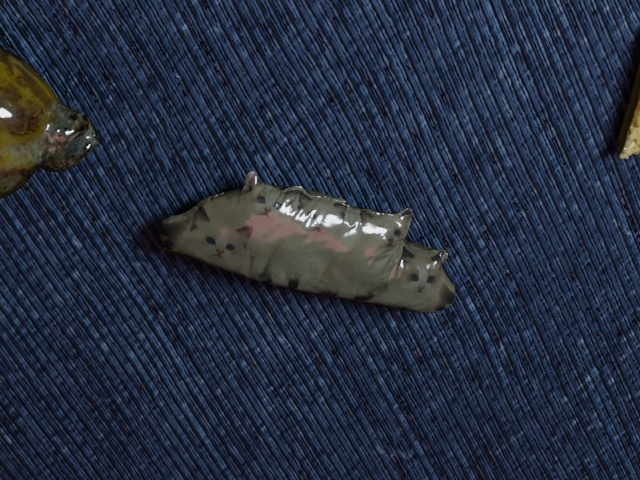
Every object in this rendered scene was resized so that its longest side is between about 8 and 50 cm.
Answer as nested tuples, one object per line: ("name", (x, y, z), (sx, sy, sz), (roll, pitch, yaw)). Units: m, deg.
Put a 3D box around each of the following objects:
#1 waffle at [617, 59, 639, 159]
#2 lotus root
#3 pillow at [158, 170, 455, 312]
("waffle", (0.328, -0.108, 1.273), (0.191, 0.032, 0.125), (5, 122, -8))
("lotus root", (-0.258, -0.085, 1.176), (0.210, 0.120, 0.120), (6, 124, -6))
("pillow", (-0.001, -0.001, 1.299), (0.241, 0.051, 0.093), (13, 122, -12))
